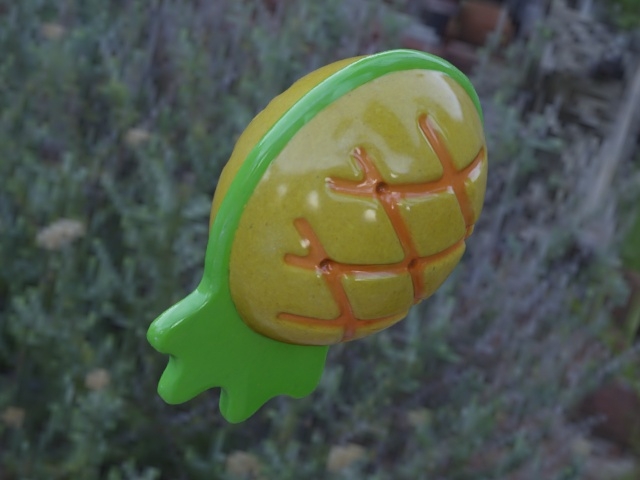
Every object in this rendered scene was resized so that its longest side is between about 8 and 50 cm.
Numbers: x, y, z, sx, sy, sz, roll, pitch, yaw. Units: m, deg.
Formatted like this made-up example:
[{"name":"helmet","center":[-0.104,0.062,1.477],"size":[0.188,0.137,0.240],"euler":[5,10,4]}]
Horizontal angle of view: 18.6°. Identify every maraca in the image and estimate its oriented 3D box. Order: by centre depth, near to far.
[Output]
[{"name":"maraca","center":[0.000,0.000,0.830],"size":[0.127,0.186,0.099],"euler":[25,15,-45]}]
